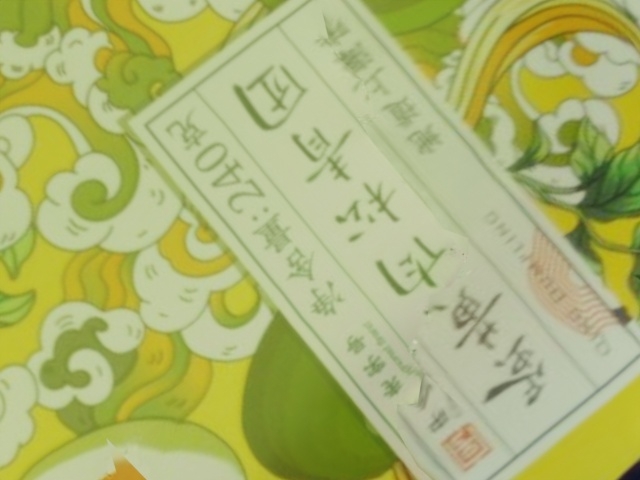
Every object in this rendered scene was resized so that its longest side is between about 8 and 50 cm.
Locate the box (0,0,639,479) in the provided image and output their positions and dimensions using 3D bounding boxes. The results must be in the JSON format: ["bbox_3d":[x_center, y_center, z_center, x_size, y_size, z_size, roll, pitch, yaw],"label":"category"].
[{"bbox_3d":[0.027,0.027,0.598,0.373,0.138,0.420,-37,84,-12],"label":"box"}]
